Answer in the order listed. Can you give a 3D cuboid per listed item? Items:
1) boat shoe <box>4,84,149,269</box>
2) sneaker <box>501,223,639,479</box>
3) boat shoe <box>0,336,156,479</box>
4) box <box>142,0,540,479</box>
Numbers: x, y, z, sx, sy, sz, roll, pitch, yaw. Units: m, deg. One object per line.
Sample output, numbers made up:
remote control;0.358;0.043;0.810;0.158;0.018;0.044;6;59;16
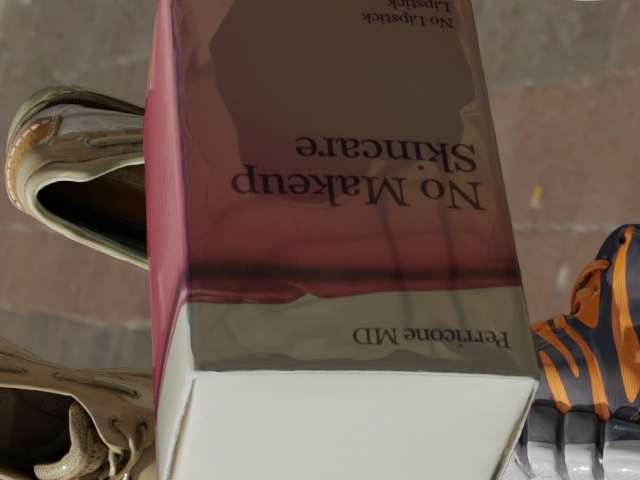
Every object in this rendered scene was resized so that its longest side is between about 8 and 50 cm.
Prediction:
boat shoe;-0.040;-0.010;1.141;0.103;0.302;0.113;-108;30;-64
sneaker;0.145;0.083;1.259;0.321;0.124;0.180;7;61;23
boat shoe;-0.190;0.161;1.506;0.110;0.341;0.122;-121;50;-66
box;0.000;0.000;0.860;0.127;0.148;0.232;104;163;-51
